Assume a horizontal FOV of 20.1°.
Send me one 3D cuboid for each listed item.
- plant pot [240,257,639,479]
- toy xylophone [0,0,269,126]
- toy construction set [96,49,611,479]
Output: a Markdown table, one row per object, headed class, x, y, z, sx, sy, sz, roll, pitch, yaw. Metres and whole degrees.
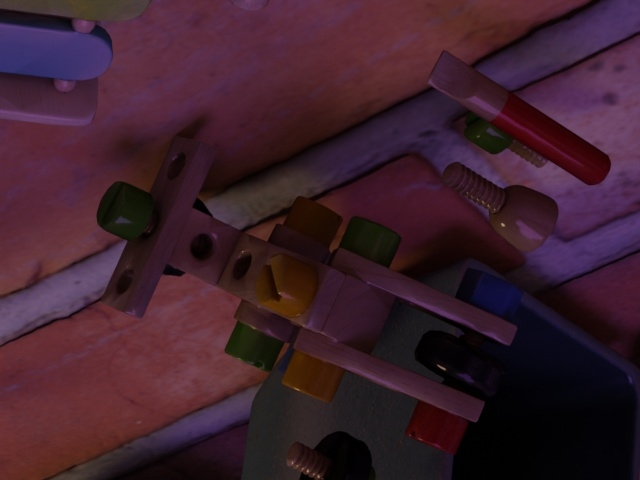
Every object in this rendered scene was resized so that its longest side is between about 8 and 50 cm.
| class | x | y | z | sx | sy | sz | roll | pitch | yaw |
| --- | --- | --- | --- | --- | --- | --- | --- | --- | --- |
| plant pot | 0.075 | 0.189 | 1.397 | 0.252 | 0.247 | 0.247 | -14 | 147 | 40 |
| toy xylophone | -0.117 | -0.191 | 0.969 | 0.236 | 0.081 | 0.322 | 0 | 143 | -12 |
| toy construction set | 0.000 | 0.000 | 1.165 | 0.237 | 0.257 | 0.309 | 31 | 109 | -25 |
